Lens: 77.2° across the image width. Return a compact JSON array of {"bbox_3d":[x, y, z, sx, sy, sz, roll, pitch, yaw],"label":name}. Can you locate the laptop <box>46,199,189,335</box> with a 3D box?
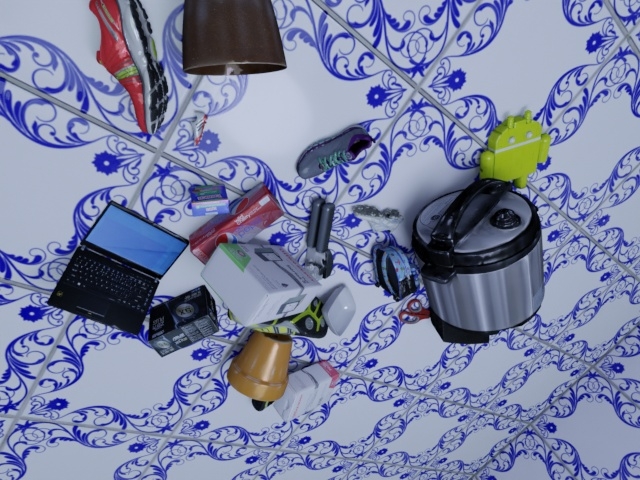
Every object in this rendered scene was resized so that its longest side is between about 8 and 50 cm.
[{"bbox_3d":[-0.514,0.079,1.050,0.234,0.264,0.137,33,141,-32],"label":"laptop"}]

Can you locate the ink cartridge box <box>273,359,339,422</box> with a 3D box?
[{"bbox_3d":[-0.053,0.561,1.502,0.218,0.092,0.158,-9,126,-44],"label":"ink cartridge box"}]

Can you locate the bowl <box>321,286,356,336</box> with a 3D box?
[{"bbox_3d":[0.059,0.240,1.381,0.142,0.053,0.142,-52,132,-34],"label":"bowl"}]

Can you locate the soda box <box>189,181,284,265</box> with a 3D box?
[{"bbox_3d":[-0.233,-0.042,1.104,0.263,0.092,0.083,-36,126,4],"label":"soda box"}]

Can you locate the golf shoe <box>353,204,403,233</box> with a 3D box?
[{"bbox_3d":[0.174,-0.058,1.261,0.176,0.069,0.085,9,123,-23],"label":"golf shoe"}]

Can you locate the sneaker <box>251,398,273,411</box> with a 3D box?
[{"bbox_3d":[-0.180,0.542,1.511,0.097,0.084,0.234,5,123,-50],"label":"sneaker"}]

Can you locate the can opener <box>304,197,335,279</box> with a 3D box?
[{"bbox_3d":[0.000,0.000,1.241,0.093,0.074,0.280,-30,137,-44],"label":"can opener"}]

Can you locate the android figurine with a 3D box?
[{"bbox_3d":[0.624,-0.280,1.293,0.249,0.056,0.272,-17,126,-9],"label":"android figurine"}]

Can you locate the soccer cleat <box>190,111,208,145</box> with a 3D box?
[{"bbox_3d":[-0.301,-0.273,0.978,0.036,0.029,0.083,17,110,-18],"label":"soccer cleat"}]

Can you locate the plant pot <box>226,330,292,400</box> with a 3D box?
[{"bbox_3d":[-0.184,0.395,1.343,0.205,0.205,0.187,18,98,-28],"label":"plant pot"}]

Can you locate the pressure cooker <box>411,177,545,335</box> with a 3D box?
[{"bbox_3d":[0.481,0.027,1.227,0.376,0.369,0.420,-14,124,14],"label":"pressure cooker"}]

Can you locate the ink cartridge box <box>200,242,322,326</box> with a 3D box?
[{"bbox_3d":[-0.151,0.110,1.096,0.114,0.198,0.273,-55,157,16],"label":"ink cartridge box"}]

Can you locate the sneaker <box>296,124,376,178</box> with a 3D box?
[{"bbox_3d":[0.038,-0.232,1.081,0.224,0.098,0.083,-34,125,3],"label":"sneaker"}]

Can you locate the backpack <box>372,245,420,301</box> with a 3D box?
[{"bbox_3d":[0.245,0.090,1.330,0.117,0.158,0.173,-23,114,-15],"label":"backpack"}]

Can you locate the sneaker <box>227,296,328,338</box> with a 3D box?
[{"bbox_3d":[-0.126,0.238,1.314,0.147,0.145,0.385,-19,146,39],"label":"sneaker"}]

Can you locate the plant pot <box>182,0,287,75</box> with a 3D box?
[{"bbox_3d":[-0.184,-0.466,0.809,0.216,0.215,0.230,-8,109,-15],"label":"plant pot"}]

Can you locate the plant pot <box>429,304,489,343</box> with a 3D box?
[{"bbox_3d":[0.517,0.283,1.521,0.167,0.188,0.187,-15,119,-3],"label":"plant pot"}]

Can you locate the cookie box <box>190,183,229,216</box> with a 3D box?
[{"bbox_3d":[-0.287,-0.105,1.036,0.092,0.107,0.040,-8,123,-16],"label":"cookie box"}]

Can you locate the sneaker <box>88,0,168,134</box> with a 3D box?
[{"bbox_3d":[-0.408,-0.367,0.855,0.119,0.107,0.278,-1,119,2],"label":"sneaker"}]

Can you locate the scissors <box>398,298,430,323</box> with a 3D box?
[{"bbox_3d":[0.437,0.303,1.606,0.297,0.021,0.108,18,104,-31],"label":"scissors"}]

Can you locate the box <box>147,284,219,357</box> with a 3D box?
[{"bbox_3d":[-0.403,0.234,1.180,0.180,0.147,0.077,-24,126,-4],"label":"box"}]
